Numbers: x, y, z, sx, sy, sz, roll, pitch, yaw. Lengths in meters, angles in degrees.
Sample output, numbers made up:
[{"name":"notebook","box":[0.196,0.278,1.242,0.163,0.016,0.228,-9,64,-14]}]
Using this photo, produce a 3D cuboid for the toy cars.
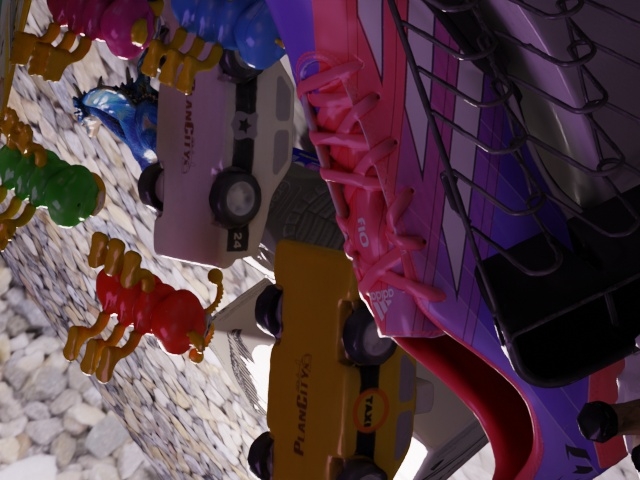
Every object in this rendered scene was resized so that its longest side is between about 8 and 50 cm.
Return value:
[{"name":"toy cars","box":[-0.019,0.008,1.056,0.176,0.087,0.394,-48,56,41]}]

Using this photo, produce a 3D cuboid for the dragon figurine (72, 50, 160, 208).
[{"name":"dragon figurine","box":[-0.160,-0.122,1.503,0.144,0.085,0.289,53,163,3]}]

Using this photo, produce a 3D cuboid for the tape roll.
[{"name":"tape roll","box":[0.091,-0.107,0.890,0.286,0.100,0.286,47,160,23]}]

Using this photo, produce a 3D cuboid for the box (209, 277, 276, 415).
[{"name":"box","box":[-0.008,0.104,1.517,0.113,0.094,0.275,58,162,-12]}]

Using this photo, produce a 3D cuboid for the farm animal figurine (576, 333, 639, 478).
[{"name":"farm animal figurine","box":[0.285,0.026,0.519,0.330,0.172,0.327,40,116,36]}]

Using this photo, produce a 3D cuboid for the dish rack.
[{"name":"dish rack","box":[0.129,-0.093,0.677,0.074,0.208,0.272,53,167,56]}]

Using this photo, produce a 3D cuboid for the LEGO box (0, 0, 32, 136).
[{"name":"LEGO box","box":[-0.307,-0.231,1.141,0.193,0.373,0.500,9,155,-7]}]

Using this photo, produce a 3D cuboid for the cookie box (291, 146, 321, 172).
[{"name":"cookie box","box":[0.008,-0.015,1.352,0.092,0.040,0.107,24,146,56]}]

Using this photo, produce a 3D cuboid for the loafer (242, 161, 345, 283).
[{"name":"loafer","box":[0.000,0.000,1.253,0.251,0.094,0.087,31,165,37]}]

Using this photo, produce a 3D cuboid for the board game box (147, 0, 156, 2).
[{"name":"board game box","box":[-0.139,-0.261,1.126,0.194,0.060,0.194,48,124,48]}]

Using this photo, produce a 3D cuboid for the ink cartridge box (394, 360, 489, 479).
[{"name":"ink cartridge box","box":[0.092,0.105,1.189,0.086,0.148,0.203,47,162,14]}]

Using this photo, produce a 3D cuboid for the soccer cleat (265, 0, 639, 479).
[{"name":"soccer cleat","box":[0.050,-0.020,0.797,0.318,0.116,0.108,55,162,-3]}]

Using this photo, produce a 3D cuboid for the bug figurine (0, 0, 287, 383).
[{"name":"bug figurine","box":[-0.117,-0.066,1.023,0.216,0.072,0.279,31,113,30]}]
